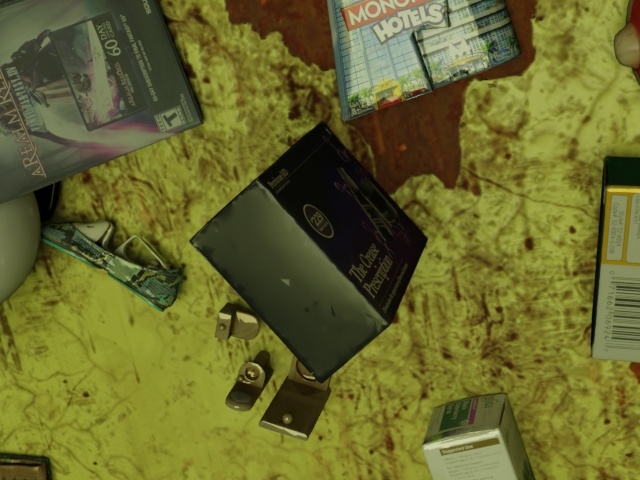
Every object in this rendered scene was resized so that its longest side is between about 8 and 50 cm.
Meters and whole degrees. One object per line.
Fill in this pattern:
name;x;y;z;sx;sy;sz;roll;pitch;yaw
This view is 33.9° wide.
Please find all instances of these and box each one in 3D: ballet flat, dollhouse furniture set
ballet flat;-0.246;0.013;1.249;0.188;0.070;0.070;30;112;1
dollhouse furniture set;-0.054;0.115;1.194;0.144;0.123;0.151;16;111;8

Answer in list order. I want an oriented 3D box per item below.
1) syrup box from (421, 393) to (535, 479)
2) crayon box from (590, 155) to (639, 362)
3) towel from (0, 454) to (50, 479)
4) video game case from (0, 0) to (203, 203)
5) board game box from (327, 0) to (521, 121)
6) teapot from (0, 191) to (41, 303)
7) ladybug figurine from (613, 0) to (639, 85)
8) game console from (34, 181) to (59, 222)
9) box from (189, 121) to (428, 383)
syrup box;0.200;0.306;1.210;0.096;0.093;0.237;-17;103;18
crayon box;0.442;0.029;1.052;0.322;0.083;0.203;4;119;13
towel;-0.532;0.408;1.454;0.370;0.040;0.272;1;109;11
video game case;-0.284;-0.168;1.124;0.274;0.026;0.196;-25;103;-20
board game box;0.083;-0.247;1.078;0.194;0.060;0.194;-18;103;18
teapot;-0.450;-0.002;1.168;0.256;0.187;0.253;33;117;3
ladybug figurine;0.493;-0.210;0.935;0.449;0.162;0.305;-13;104;17
game console;-0.479;-0.121;1.264;0.361;0.044;0.213;14;110;8
box;0.000;0.000;1.069;0.184;0.261;0.103;45;112;-4
